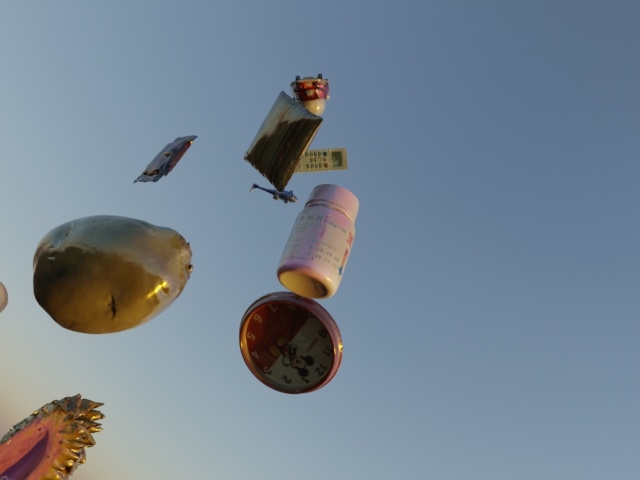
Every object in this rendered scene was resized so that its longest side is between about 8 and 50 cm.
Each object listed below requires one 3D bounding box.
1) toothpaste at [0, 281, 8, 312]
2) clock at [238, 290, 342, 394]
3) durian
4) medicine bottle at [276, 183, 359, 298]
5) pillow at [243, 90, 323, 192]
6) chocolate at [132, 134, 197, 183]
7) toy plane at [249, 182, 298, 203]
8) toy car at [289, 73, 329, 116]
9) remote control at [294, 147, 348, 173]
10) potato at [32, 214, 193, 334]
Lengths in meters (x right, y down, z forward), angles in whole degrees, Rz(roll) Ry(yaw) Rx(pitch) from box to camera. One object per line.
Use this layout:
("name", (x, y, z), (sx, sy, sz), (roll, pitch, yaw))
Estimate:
("toothpaste", (-0.449, 0.089, 0.593), (0.283, 0.099, 0.068), (-17, -21, 25))
("clock", (-0.088, 0.296, 1.556), (0.319, 0.080, 0.318), (4, -75, 16))
("durian", (-0.421, 0.353, 0.718), (0.112, 0.341, 0.191), (40, -25, 24))
("medicine bottle", (0.000, 0.000, 1.287), (0.152, 0.254, 0.152), (14, -30, 8))
("pillow", (-0.097, -0.251, 1.351), (0.052, 0.208, 0.212), (21, 17, -43))
("chocolate", (-0.356, -0.191, 1.242), (0.086, 0.182, 0.028), (2, -43, 34))
("toy plane", (-0.149, -0.152, 1.732), (0.167, 0.054, 0.062), (20, -21, 12))
("toy car", (-0.028, -0.395, 1.492), (0.112, 0.139, 0.112), (-3, -84, 2))
("remote control", (-0.010, -0.210, 1.419), (0.029, 0.162, 0.061), (-176, -99, -78))
("potato", (-0.430, 0.068, 1.092), (0.327, 0.243, 0.220), (5, -51, 13))
